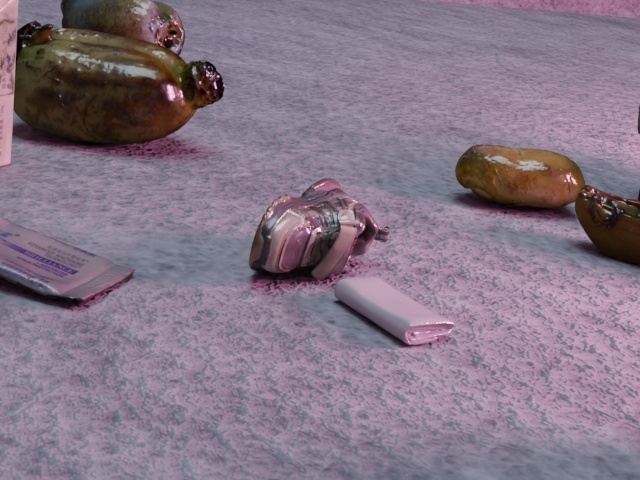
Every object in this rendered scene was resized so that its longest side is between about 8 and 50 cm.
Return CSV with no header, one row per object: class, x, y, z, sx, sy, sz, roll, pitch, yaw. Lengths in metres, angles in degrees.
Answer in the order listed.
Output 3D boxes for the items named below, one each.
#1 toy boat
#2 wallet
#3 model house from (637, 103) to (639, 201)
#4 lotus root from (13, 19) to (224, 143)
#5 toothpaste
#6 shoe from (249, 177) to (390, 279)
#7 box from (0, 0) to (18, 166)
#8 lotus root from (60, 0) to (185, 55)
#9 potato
toy boat,0.458,-0.015,1.371,0.321,0.121,0.089,14,26,19
wallet,0.070,0.066,1.145,0.061,0.025,0.122,-9,24,-33
model house,0.589,-0.133,1.600,0.312,0.245,0.280,-10,18,-43
lotus root,-0.288,-0.210,1.625,0.309,0.173,0.173,9,19,7
toothpaste,-0.332,-0.001,1.162,0.282,0.068,0.099,19,49,15
shoe,0.000,0.000,1.236,0.092,0.089,0.180,28,28,20
box,-0.460,-0.230,1.458,0.164,0.256,0.069,17,20,27
lotus root,-0.374,-0.374,2.087,0.322,0.140,0.158,18,4,43
potato,0.263,-0.085,1.559,0.170,0.080,0.107,3,27,-2
